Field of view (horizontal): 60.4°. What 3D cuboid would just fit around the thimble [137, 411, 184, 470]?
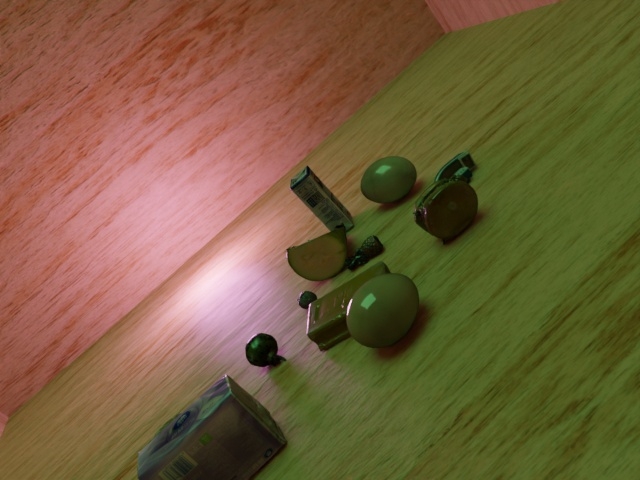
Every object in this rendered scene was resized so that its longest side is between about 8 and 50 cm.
[{"bbox_3d":[-0.436,0.665,1.719,0.196,0.148,0.229,-7,41,51],"label":"thimble"}]

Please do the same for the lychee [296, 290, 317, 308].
[{"bbox_3d":[-0.051,0.223,2.059,0.083,0.068,0.067,-8,-8,26],"label":"lychee"}]

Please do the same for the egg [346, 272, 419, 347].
[{"bbox_3d":[0.180,0.196,1.566,0.241,0.186,0.186,-39,19,-24],"label":"egg"}]

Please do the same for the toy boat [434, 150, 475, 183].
[{"bbox_3d":[0.502,-0.244,2.045,0.215,0.088,0.102,-41,25,-7],"label":"toy boat"}]

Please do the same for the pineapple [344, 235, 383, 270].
[{"bbox_3d":[0.158,0.050,2.066,0.159,0.074,0.074,-42,20,15],"label":"pineapple"}]

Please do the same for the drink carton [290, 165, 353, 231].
[{"bbox_3d":[0.006,-0.166,2.398,0.106,0.315,0.130,-37,21,17],"label":"drink carton"}]

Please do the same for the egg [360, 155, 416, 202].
[{"bbox_3d":[0.280,-0.250,2.286,0.253,0.186,0.186,-20,28,31],"label":"egg"}]

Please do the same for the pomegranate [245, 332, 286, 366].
[{"bbox_3d":[-0.191,0.391,1.917,0.161,0.122,0.122,24,62,34],"label":"pomegranate"}]

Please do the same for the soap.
[{"bbox_3d":[0.104,0.211,1.799,0.315,0.091,0.199,-33,23,19],"label":"soap"}]

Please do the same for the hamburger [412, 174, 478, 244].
[{"bbox_3d":[0.410,-0.112,1.787,0.215,0.189,0.122,-49,27,8],"label":"hamburger"}]

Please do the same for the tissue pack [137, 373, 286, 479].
[{"bbox_3d":[-0.299,0.573,1.535,0.338,0.242,0.160,-42,21,-6],"label":"tissue pack"}]

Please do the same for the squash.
[{"bbox_3d":[0.000,0.000,2.230,0.233,0.210,0.309,-26,29,16],"label":"squash"}]
